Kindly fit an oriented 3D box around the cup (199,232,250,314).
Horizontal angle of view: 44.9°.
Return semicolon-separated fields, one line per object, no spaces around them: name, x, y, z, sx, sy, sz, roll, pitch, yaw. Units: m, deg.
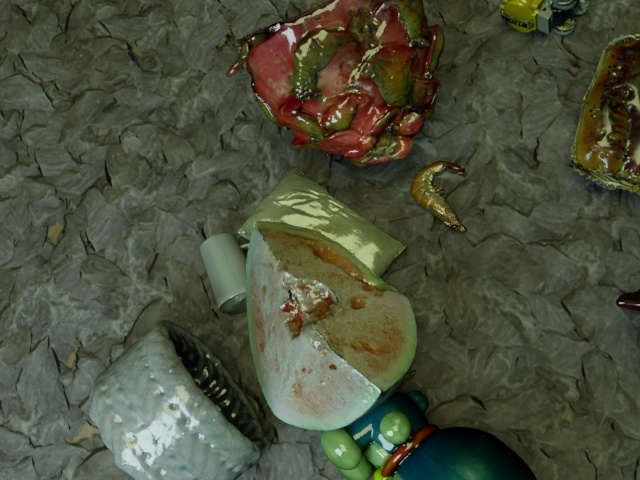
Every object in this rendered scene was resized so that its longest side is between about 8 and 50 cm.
cup;-0.128;0.048;1.217;0.104;0.074;0.116;-16;67;-19

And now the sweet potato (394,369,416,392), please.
sweet potato;0.087;0.215;1.139;0.117;0.049;0.049;-22;73;-3

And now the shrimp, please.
shrimp;0.200;-0.069;1.203;0.091;0.025;0.127;-34;70;-1

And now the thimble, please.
thimble;-0.202;0.252;1.102;0.157;0.217;0.245;-41;89;3

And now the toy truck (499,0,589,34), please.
toy truck;0.386;-0.430;1.224;0.114;0.098;0.227;33;85;22

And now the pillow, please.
pillow;0.000;0.000;1.207;0.229;0.050;0.148;36;87;11

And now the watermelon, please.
watermelon;0.013;0.132;1.097;0.175;0.188;0.322;-1;46;-27

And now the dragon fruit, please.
dragon fruit;0.040;-0.234;1.173;0.314;0.296;0.263;-25;107;0

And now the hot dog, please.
hot dog;0.475;-0.195;1.157;0.162;0.082;0.270;19;81;16

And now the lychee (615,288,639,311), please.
lychee;0.609;0.039;0.900;0.500;0.424;0.425;-16;72;32

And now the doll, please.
doll;0.160;0.319;1.023;0.322;0.198;0.186;39;78;24
